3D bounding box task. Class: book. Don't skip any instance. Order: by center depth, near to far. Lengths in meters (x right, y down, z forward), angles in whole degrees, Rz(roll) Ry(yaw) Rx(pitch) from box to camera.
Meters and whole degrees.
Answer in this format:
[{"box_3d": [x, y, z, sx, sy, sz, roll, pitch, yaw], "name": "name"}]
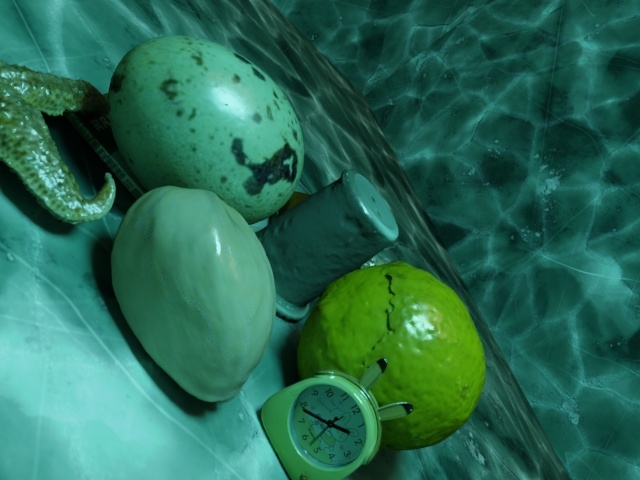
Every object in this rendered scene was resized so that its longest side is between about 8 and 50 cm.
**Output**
[{"box_3d": [-0.335, -0.156, 1.159, 0.264, 0.027, 0.202, 51, 21, -12], "name": "book"}]

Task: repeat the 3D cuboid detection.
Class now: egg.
[{"box_3d": [-0.190, -0.180, 1.064, 0.379, 0.287, 0.288, 44, 22, -37], "name": "egg"}]

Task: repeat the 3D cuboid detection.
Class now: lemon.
[{"box_3d": [0.141, 0.226, 1.177, 0.387, 0.349, 0.350, 40, 24, -23], "name": "lemon"}]

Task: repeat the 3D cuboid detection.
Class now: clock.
[{"box_3d": [0.029, 0.285, 0.990, 0.170, 0.231, 0.069, 61, 20, 12], "name": "clock"}]

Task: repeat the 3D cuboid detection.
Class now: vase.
[{"box_3d": [0.000, 0.000, 1.310, 0.245, 0.291, 0.245, 44, 24, -25], "name": "vase"}]

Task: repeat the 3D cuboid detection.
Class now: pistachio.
[{"box_3d": [-0.177, 0.077, 0.913, 0.226, 0.207, 0.332, -21, 91, -27], "name": "pistachio"}]

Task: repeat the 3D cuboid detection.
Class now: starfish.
[{"box_3d": [-0.438, -0.223, 0.917, 0.323, 0.082, 0.432, 23, 35, -41], "name": "starfish"}]

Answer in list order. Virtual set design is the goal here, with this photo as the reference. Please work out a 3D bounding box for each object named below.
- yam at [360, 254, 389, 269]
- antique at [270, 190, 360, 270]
[{"box_3d": [0.187, 0.134, 1.775, 0.330, 0.133, 0.133, 45, 21, -19], "name": "yam"}, {"box_3d": [-0.002, -0.015, 1.569, 0.278, 0.129, 0.224, 43, 25, -26], "name": "antique"}]
